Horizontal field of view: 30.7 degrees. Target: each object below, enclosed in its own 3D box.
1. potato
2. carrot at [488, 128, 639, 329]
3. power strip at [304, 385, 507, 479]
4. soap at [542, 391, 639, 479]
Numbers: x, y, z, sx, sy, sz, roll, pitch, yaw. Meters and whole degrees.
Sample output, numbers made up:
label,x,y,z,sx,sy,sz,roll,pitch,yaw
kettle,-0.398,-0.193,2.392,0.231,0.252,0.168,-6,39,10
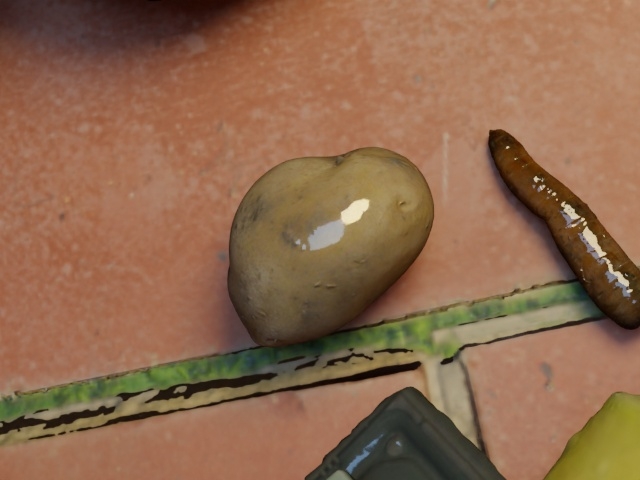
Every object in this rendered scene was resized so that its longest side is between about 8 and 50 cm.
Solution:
label,x,y,z,sx,sy,sz,roll,pitch,yaw
potato,0.003,-0.001,0.731,0.147,0.112,0.112,-36,74,-5
carrot,0.158,-0.012,0.745,0.035,0.035,0.165,-34,72,-1
power strip,0.013,0.221,0.623,0.257,0.092,0.251,-46,33,-1
soap,0.163,0.315,0.616,0.306,0.115,0.427,35,84,20
